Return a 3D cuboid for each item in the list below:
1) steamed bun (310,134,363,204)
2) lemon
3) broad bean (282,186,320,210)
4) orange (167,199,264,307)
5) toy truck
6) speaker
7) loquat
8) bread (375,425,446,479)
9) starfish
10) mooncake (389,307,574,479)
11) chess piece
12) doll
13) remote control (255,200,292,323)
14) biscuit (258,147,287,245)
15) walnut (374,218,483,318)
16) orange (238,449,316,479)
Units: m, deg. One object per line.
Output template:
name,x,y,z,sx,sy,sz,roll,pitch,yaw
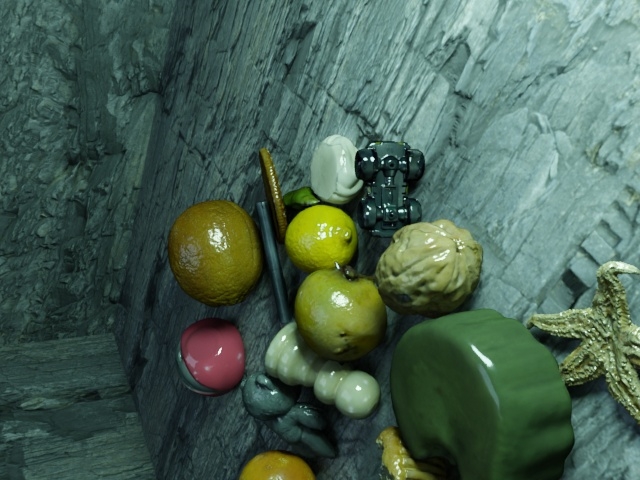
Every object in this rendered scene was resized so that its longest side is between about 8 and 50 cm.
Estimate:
steamed bun,0.050,-0.180,1.429,0.183,0.106,0.182,-1,89,61
lemon,0.000,0.000,1.440,0.244,0.187,0.186,-9,84,57
broad bean,-0.057,-0.119,1.580,0.061,0.077,0.339,66,167,-7
orange,-0.344,0.046,1.844,0.322,0.322,0.357,-18,88,55
toy truck,0.146,-0.122,1.278,0.165,0.147,0.224,-150,59,-78
speaker,-0.414,0.443,2.076,0.294,0.294,0.294,4,95,56
loquat,0.049,0.170,1.336,0.244,0.244,0.243,4,95,56
bread,0.197,0.528,1.161,0.274,0.149,0.274,-7,-90,-86
starfish,0.460,0.185,0.887,0.302,0.060,0.299,-25,79,66
mooncake,0.286,0.293,1.019,0.351,0.187,0.351,172,90,-66
chess piece,0.015,0.348,1.405,0.300,0.167,0.167,28,117,28
doll,-0.085,0.486,1.572,0.246,0.340,0.158,-28,26,51
remote control,-0.145,0.067,1.711,0.107,0.044,0.377,-169,67,-84
biscuit,-0.140,-0.134,1.672,0.305,0.038,0.305,168,90,-82
walnut,0.215,0.060,1.121,0.245,0.198,0.198,-42,57,57
orange,-0.128,0.740,1.604,0.246,0.246,0.246,4,95,56
